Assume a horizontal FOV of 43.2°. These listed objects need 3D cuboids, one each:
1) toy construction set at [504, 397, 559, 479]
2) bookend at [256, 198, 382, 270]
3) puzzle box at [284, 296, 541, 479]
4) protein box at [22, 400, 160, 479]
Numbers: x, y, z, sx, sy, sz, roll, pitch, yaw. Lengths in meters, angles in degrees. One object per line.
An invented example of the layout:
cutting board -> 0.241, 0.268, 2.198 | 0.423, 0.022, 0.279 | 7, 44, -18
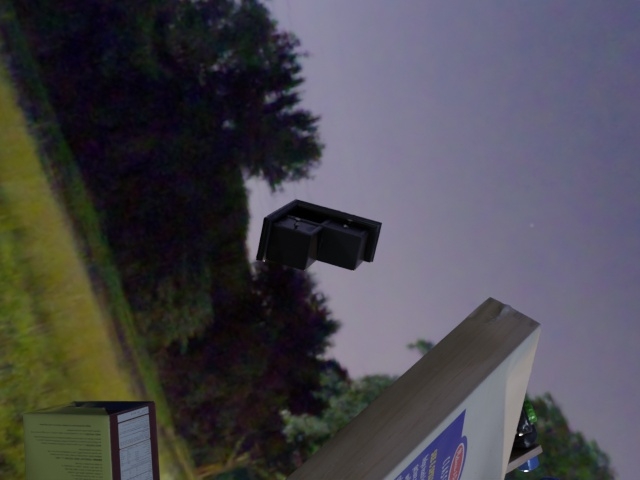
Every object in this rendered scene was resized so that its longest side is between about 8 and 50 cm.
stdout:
toy construction set -> 0.247, 0.395, 1.235 | 0.257, 0.237, 0.309 | -105, 171, -45
bookend -> 0.000, 0.000, 1.295 | 0.157, 0.156, 0.072 | -37, 142, -68
puzzle box -> 0.069, 0.270, 0.707 | 0.052, 0.272, 0.408 | 31, -41, 32
protein box -> -0.411, 0.402, 1.461 | 0.136, 0.200, 0.201 | 1, 85, -65
